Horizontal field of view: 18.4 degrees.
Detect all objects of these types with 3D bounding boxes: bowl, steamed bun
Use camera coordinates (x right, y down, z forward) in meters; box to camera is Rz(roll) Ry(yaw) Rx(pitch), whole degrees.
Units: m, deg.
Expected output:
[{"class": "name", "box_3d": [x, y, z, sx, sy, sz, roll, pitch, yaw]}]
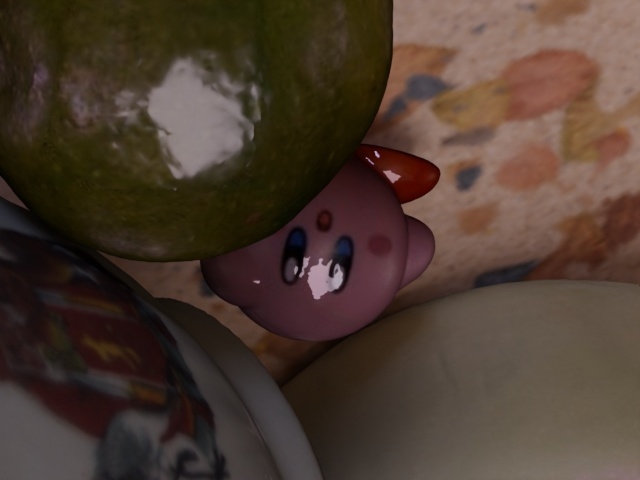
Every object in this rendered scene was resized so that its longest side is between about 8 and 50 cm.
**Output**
[{"class": "bowl", "box_3d": [-0.096, 0.110, 0.621, 0.158, 0.337, 0.337, -17, 141, -35]}, {"class": "steamed bun", "box_3d": [0.080, 0.119, 0.736, 0.250, 0.200, 0.154, -17, 122, 5]}]

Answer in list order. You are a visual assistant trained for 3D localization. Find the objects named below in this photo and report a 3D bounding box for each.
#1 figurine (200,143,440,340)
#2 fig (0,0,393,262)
[{"class": "figurine", "box_3d": [0.000, 0.000, 0.686, 0.083, 0.071, 0.067, 12, 170, -19]}, {"class": "fig", "box_3d": [-0.025, -0.086, 0.544, 0.127, 0.133, 0.185, 35, 120, 1]}]
